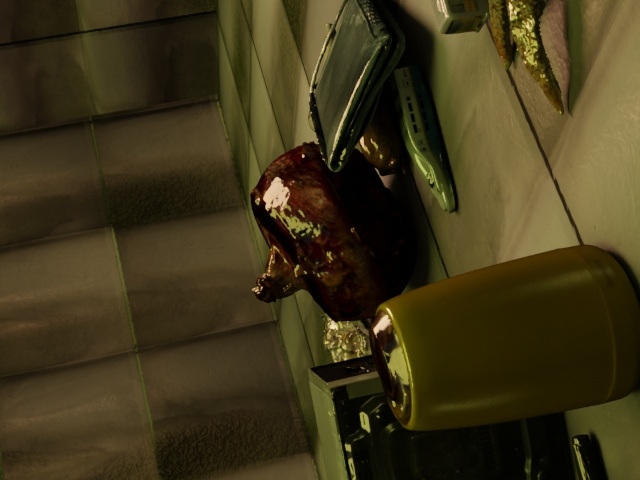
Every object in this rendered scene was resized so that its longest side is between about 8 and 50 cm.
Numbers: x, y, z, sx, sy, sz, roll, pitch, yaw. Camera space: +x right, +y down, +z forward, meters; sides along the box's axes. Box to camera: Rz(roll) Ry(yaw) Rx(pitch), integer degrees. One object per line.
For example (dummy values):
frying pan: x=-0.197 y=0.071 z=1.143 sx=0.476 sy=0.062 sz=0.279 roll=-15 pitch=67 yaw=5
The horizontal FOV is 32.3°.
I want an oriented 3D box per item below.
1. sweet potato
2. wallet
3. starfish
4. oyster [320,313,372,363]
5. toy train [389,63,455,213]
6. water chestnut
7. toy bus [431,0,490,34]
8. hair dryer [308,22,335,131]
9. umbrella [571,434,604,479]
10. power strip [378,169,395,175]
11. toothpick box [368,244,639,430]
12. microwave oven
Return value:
sweet potato: x=0.088 y=-0.239 z=1.941 sx=0.075 sy=0.075 sz=0.273 roll=101 pitch=159 yaw=-64
wallet: x=0.055 y=-0.271 z=1.803 sx=0.342 sy=0.075 sz=0.237 roll=-104 pitch=37 yaw=-63
starfish: x=0.217 y=-0.311 z=1.188 sx=0.347 sy=0.078 sz=0.358 roll=165 pitch=93 yaw=-77
oyster: x=0.079 y=0.263 z=2.385 sx=0.268 sy=0.112 sz=0.198 roll=-135 pitch=29 yaw=-57
toy train: x=0.158 y=-0.151 z=1.702 sx=0.052 sy=0.051 sz=0.234 roll=116 pitch=141 yaw=-79
water chestnut: x=0.000 y=0.000 z=1.967 sx=0.350 sy=0.302 sz=0.350 roll=55 pitch=175 yaw=7
toy bus: x=0.164 y=-0.355 z=1.395 sx=0.064 sy=0.075 sz=0.191 roll=117 pitch=140 yaw=-74
hair dryer: x=0.040 y=-0.309 z=2.172 sx=0.219 sy=0.088 sz=0.225 roll=-147 pitch=61 yaw=-66
umbrella: x=0.328 y=0.299 z=1.329 sx=0.036 sy=0.031 sz=0.133 roll=139 pitch=121 yaw=-76
power strip: x=0.107 y=-0.180 z=1.992 sx=0.056 sy=0.032 sz=0.123 roll=94 pitch=161 yaw=-56
toothpick box: x=0.192 y=0.111 z=1.190 sx=0.175 sy=0.271 sz=0.175 roll=169 pitch=90 yaw=-80
microwave oven: x=0.157 y=0.249 z=1.458 sx=0.181 sy=0.295 sz=0.238 roll=-177 pitch=76 yaw=-78
